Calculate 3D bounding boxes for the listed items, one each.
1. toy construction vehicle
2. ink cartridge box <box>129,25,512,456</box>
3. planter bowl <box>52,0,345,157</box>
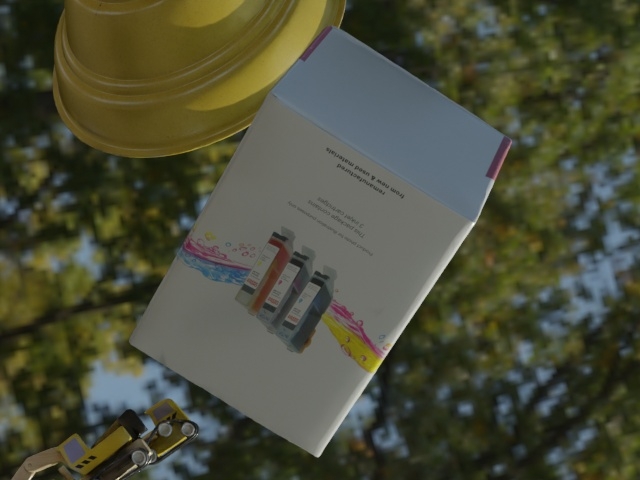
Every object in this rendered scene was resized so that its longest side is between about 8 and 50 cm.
[{"bbox_3d":[-0.110,0.107,0.887,0.035,0.098,0.086,55,-2,5],"label":"toy construction vehicle"},{"bbox_3d":[0.000,0.000,1.007,0.127,0.128,0.176,32,-62,-1],"label":"ink cartridge box"},{"bbox_3d":[-0.099,-0.166,1.200,0.217,0.217,0.090,39,-14,42],"label":"planter bowl"}]
